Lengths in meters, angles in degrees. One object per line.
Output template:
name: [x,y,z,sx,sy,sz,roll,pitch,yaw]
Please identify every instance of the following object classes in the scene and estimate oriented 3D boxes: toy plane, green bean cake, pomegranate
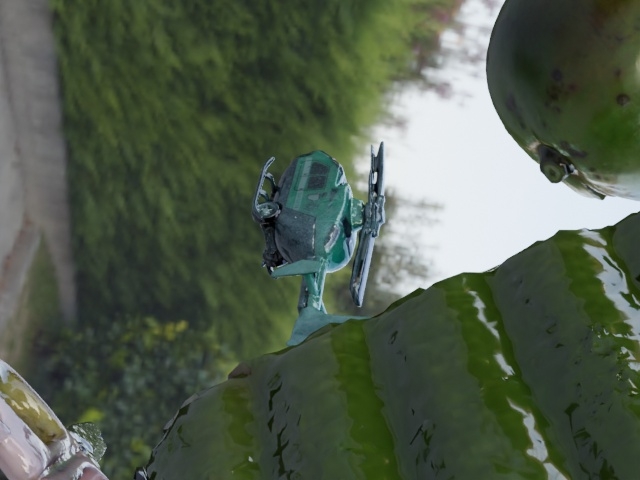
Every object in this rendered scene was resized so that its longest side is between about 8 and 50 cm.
toy plane: [0.000,0.000,0.781,0.235,0.096,0.060,-81,164,-52]
green bean cake: [0.088,0.138,0.394,0.156,0.247,0.250,-104,168,-58]
pomegranate: [0.280,-0.161,0.884,0.302,0.236,0.236,-37,-179,-7]

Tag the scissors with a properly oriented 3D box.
scissors: [-0.139,0.121,0.616,0.024,0.160,0.317,-40,179,-9]
